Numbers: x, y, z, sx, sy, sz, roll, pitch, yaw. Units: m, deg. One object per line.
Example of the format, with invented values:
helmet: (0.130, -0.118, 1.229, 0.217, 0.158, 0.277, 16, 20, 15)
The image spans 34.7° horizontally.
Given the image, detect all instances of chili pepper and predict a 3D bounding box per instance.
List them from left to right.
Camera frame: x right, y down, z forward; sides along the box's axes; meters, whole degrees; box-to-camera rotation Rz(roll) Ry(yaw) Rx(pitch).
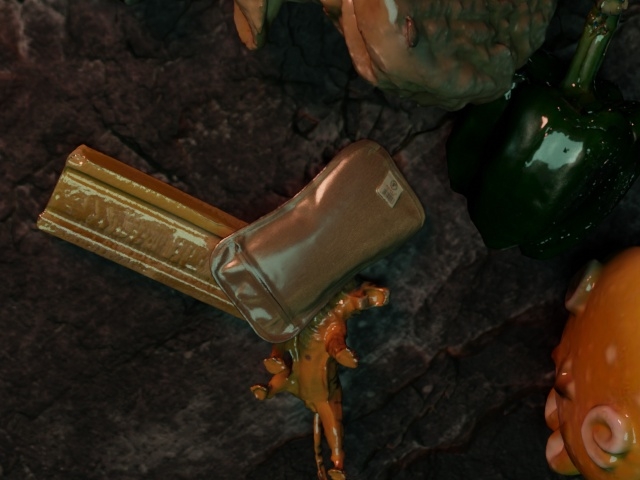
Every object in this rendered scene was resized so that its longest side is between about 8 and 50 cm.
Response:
chili pepper: (0.226, -0.111, 0.943, 0.165, 0.174, 0.261, 21, 118, -20)

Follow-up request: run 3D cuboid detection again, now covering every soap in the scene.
soap: (-0.153, -0.003, 1.036, 0.252, 0.037, 0.092, 27, 110, -17)

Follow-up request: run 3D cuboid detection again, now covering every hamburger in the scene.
hamburger: (0.334, 0.145, 1.056, 0.186, 0.261, 0.302, 3, 157, -1)

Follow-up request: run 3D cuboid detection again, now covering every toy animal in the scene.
toy animal: (-0.003, 0.161, 1.112, 0.114, 0.116, 0.255, 14, 122, 13)

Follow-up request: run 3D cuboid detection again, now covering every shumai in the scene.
shumai: (0.050, -0.249, 0.869, 0.262, 0.314, 0.267, 8, 125, 41)

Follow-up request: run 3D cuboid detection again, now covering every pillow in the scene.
pillow: (0.000, 0.000, 1.028, 0.217, 0.033, 0.130, -39, 109, -6)

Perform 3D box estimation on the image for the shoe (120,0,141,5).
shoe: (-0.256, -0.298, 0.835, 0.137, 0.114, 0.291, -38, 111, 7)
